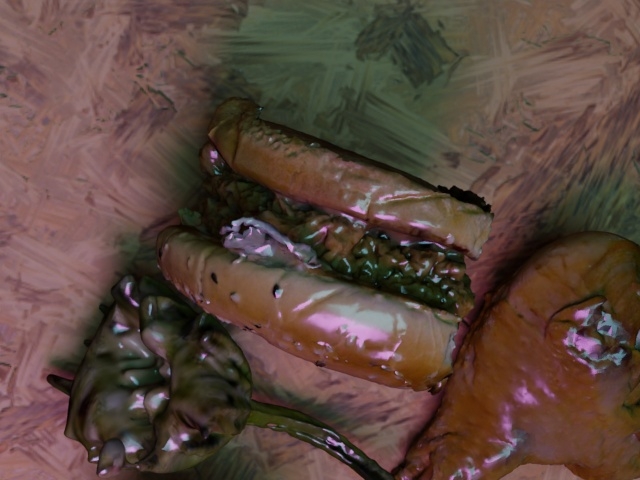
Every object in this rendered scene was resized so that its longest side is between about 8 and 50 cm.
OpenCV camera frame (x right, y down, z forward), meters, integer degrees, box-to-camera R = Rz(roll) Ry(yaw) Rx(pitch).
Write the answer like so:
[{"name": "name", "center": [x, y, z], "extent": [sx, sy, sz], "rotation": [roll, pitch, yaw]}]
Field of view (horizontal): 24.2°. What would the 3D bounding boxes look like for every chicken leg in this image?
[{"name": "chicken leg", "center": [0.224, 0.193, 1.530], "extent": [0.409, 0.182, 0.295], "rotation": [-47, 123, 6]}]

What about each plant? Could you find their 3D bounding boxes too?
[{"name": "plant", "center": [-0.102, 0.181, 1.436], "extent": [0.180, 0.251, 0.333], "rotation": [-47, 132, 2]}]

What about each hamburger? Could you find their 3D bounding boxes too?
[{"name": "hamburger", "center": [0.000, 0.000, 1.348], "extent": [0.277, 0.318, 0.195], "rotation": [20, 93, -8]}]
